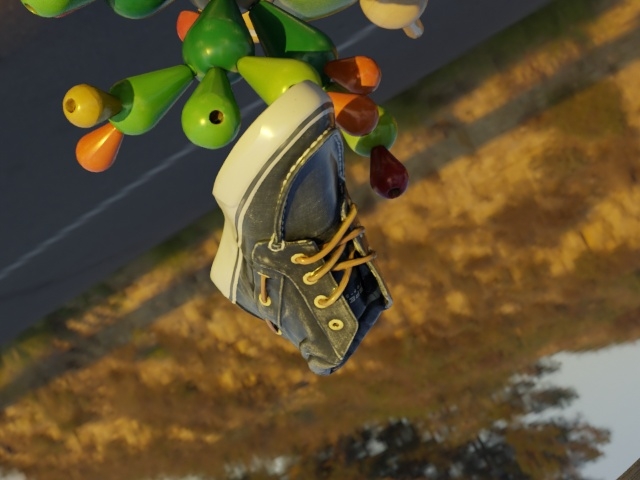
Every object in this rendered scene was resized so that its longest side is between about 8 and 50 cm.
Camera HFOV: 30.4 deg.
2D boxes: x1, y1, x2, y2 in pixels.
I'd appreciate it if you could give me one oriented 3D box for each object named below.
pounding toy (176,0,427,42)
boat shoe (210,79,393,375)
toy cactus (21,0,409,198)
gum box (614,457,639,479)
[{"bbox_3d":[-0.038,-0.191,0.948,0.183,0.237,0.110,65,49,-85],"label":"pounding toy"},{"bbox_3d":[0.000,0.000,0.544,0.065,0.083,0.183,-44,168,-22],"label":"boat shoe"},{"bbox_3d":[-0.052,-0.109,0.626,0.219,0.180,0.112,14,140,-18],"label":"toy cactus"},{"bbox_3d":[0.151,0.163,0.500,0.188,0.107,0.062,-50,-179,21],"label":"gum box"}]
